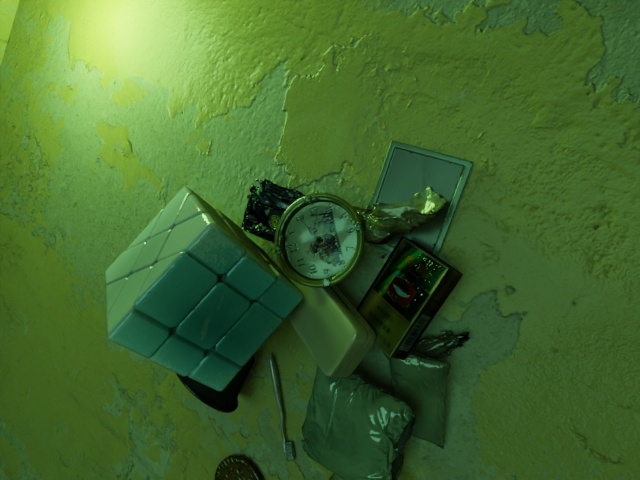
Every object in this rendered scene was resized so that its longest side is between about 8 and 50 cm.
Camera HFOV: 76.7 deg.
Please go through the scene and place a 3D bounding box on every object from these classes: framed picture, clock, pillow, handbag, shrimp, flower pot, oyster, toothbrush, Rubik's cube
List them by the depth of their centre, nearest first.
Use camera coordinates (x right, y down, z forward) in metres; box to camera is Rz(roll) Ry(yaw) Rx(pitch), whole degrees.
[{"bbox_3d":[0.181,-0.050,0.958,0.232,0.161,0.108,-8,102,34],"label":"oyster"},{"bbox_3d":[0.228,0.370,0.963,0.148,0.050,0.230,10,111,35],"label":"pillow"},{"bbox_3d":[0.243,0.223,0.982,0.219,0.046,0.152,-22,83,25],"label":"shrimp"},{"bbox_3d":[0.081,0.452,0.990,0.309,0.138,0.284,15,103,40],"label":"pillow"},{"bbox_3d":[0.000,0.000,1.000,0.236,0.057,0.238,-2,83,19],"label":"clock"},{"bbox_3d":[-0.294,0.110,1.004,0.322,0.316,0.318,-47,35,-3],"label":"Rubik's cube"},{"bbox_3d":[0.228,-0.092,1.007,0.216,0.017,0.275,25,101,25],"label":"framed picture"},{"bbox_3d":[-0.100,-0.066,1.119,0.260,0.113,0.162,23,95,21],"label":"handbag"},{"bbox_3d":[-0.113,0.479,1.170,0.029,0.025,0.308,-13,84,18],"label":"toothbrush"},{"bbox_3d":[-0.287,0.357,1.171,0.235,0.235,0.148,39,87,22],"label":"flower pot"}]

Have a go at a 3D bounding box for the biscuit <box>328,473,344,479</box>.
[{"bbox_3d":[0.113,0.672,1.046,0.199,0.040,0.121,39,108,23],"label":"biscuit"}]

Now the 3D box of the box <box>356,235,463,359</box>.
[{"bbox_3d":[0.194,0.131,0.938,0.240,0.071,0.159,-60,38,9],"label":"box"}]

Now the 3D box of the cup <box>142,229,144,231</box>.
[{"bbox_3d":[-0.427,0.112,1.243,0.289,0.219,0.258,15,98,-6],"label":"cup"}]

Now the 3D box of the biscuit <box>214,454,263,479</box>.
[{"bbox_3d":[-0.245,0.752,1.233,0.187,0.027,0.188,0,89,25],"label":"biscuit"}]

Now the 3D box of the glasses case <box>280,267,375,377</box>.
[{"bbox_3d":[-0.007,0.176,1.022,0.144,0.076,0.336,-58,44,16],"label":"glasses case"}]
